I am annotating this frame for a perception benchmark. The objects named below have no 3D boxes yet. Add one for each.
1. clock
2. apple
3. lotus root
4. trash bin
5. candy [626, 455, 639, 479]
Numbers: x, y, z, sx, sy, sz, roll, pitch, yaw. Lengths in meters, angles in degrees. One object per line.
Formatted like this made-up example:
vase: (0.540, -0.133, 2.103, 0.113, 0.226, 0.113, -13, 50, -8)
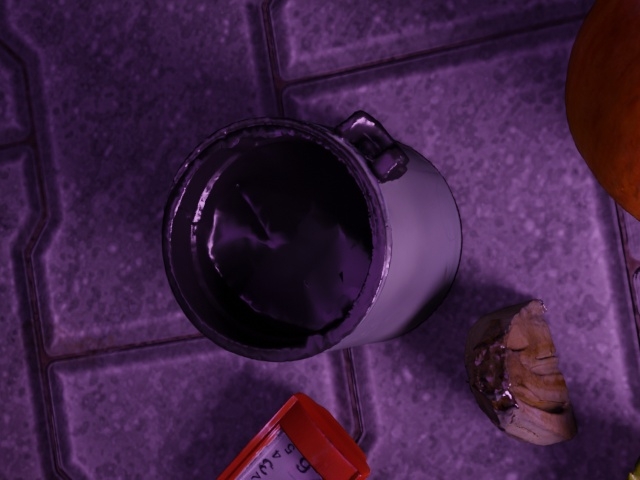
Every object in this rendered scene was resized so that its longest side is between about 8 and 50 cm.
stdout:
clock: (-0.030, 0.249, 1.444, 0.155, 0.061, 0.113, -48, 70, 18)
apple: (0.350, -0.118, 1.199, 0.233, 0.286, 0.286, -45, 75, 22)
lotus root: (0.178, 0.128, 1.331, 0.070, 0.144, 0.143, -18, 75, 28)
trash bin: (0.000, 0.000, 1.326, 0.277, 0.262, 0.217, -41, 77, 16)
candy: (0.298, 0.304, 1.290, 0.069, 0.149, 0.246, 29, 98, 56)
